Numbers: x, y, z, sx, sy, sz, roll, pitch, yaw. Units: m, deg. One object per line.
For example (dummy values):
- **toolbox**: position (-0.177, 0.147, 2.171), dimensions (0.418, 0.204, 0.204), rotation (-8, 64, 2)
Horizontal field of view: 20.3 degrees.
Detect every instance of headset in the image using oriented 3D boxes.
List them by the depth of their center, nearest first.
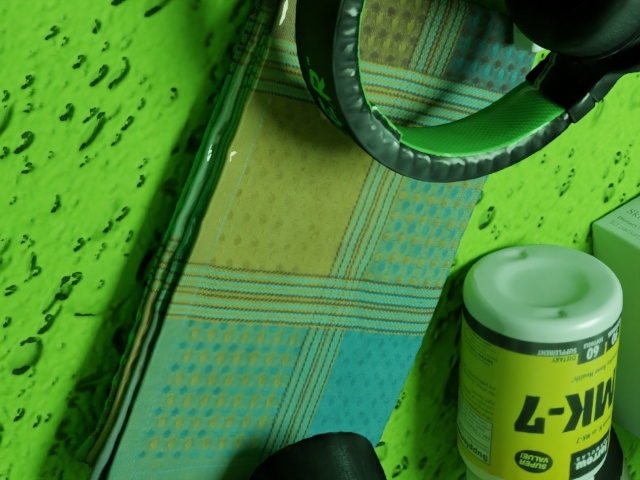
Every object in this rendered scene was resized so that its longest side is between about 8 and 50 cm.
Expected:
- **headset**: position (0.139, -0.220, 1.106), dimensions (0.394, 0.185, 0.243), rotation (-45, 136, 2)

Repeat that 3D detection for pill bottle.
- **pill bottle**: position (0.165, 0.118, 1.369), dimensions (0.119, 0.119, 0.208), rotation (-24, 129, -33)

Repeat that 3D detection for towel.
- **towel**: position (0.000, 0.000, 1.199), dimensions (0.271, 0.040, 0.370), rotation (11, 104, -48)

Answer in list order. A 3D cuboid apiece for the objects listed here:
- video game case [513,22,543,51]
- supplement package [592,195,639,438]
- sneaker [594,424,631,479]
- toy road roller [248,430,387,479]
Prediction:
- **video game case**: position (0.220, -0.253, 1.246), dimensions (0.227, 0.026, 0.206), rotation (-19, 116, -36)
- **supplement package**: position (0.361, 0.088, 1.432), dimensions (0.145, 0.262, 0.204), rotation (-29, 131, -29)
- **sneaker**: position (0.257, 0.287, 1.546), dimensions (0.122, 0.146, 0.330), rotation (-33, 132, -25)
- **toy road roller**: position (-0.020, 0.301, 1.240), dimensions (0.241, 0.202, 0.329), rotation (-25, 146, 3)
